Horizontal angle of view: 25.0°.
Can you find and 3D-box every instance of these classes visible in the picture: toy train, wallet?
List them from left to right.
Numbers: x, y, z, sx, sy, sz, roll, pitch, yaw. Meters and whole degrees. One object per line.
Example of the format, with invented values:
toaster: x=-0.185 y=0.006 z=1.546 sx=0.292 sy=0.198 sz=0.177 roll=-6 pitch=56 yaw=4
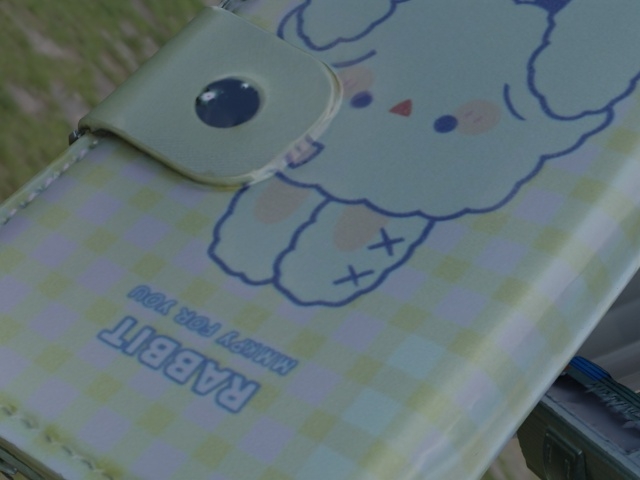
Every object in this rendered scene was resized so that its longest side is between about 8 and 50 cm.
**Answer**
wallet: x=0.014 y=-0.017 z=0.523 sx=0.223 sy=0.309 sz=0.077 roll=24 pitch=-29 yaw=34
toy train: x=0.244 y=0.187 z=0.967 sx=0.409 sy=0.089 sz=0.086 roll=-139 pitch=-147 yaw=-69

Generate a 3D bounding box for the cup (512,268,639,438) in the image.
cup: x=0.257 y=0.010 z=1.340 sx=0.237 sy=0.327 sz=0.323 roll=54 pitch=40 yaw=-9
